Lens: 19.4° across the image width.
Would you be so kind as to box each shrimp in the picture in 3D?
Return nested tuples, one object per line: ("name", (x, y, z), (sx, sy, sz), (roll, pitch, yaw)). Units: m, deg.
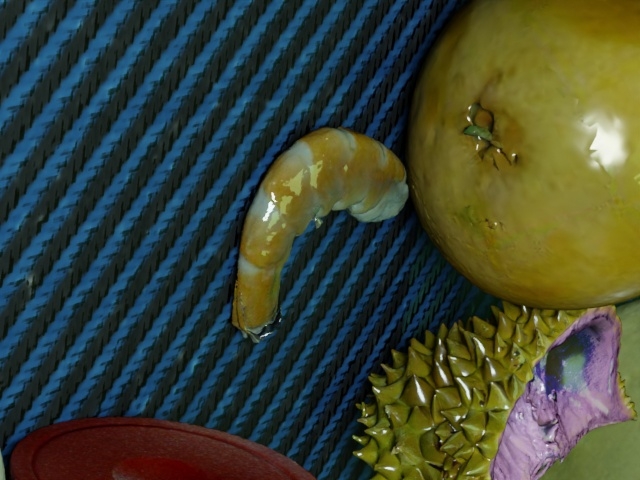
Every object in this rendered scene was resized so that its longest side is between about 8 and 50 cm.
("shrimp", (0.000, 0.000, 1.350), (0.161, 0.049, 0.166), (15, 95, -56))

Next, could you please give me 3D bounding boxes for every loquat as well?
("loquat", (0.190, -0.072, 1.396), (0.263, 0.263, 0.263), (-33, 132, -45))

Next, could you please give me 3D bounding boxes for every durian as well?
("durian", (0.128, 0.117, 1.485), (0.260, 0.186, 0.153), (-40, 128, -61))

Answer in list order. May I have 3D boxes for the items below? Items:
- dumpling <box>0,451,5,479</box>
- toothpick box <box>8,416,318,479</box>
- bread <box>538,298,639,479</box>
("dumpling", (-0.263, 0.086, 0.929), (0.318, 0.187, 0.243), (54, 21, -62))
("toothpick box", (-0.120, 0.302, 1.183), (0.204, 0.204, 0.333), (-9, 114, -55))
("bread", (0.314, 0.211, 1.683), (0.237, 0.320, 0.320), (29, 82, -48))
